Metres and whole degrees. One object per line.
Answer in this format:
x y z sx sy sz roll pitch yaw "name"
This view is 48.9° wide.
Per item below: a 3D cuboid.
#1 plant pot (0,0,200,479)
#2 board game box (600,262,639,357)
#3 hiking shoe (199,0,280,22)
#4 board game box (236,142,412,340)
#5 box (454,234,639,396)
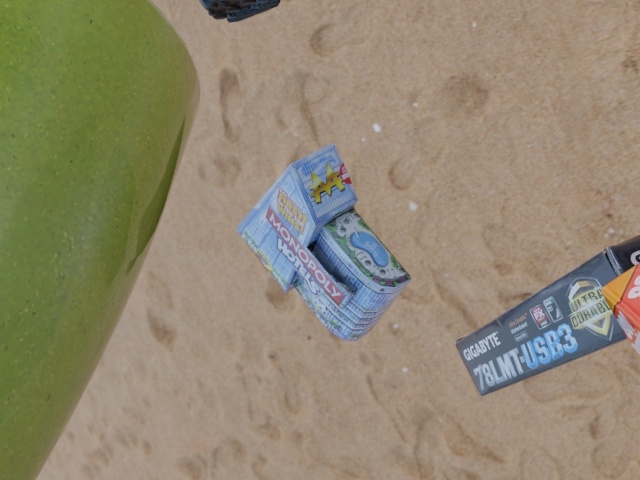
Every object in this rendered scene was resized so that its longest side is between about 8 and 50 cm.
-0.225 0.019 0.388 0.275 0.275 0.293 -25 53 50 "plant pot"
0.423 0.115 0.289 0.356 0.356 0.356 -36 106 10 "board game box"
-0.155 -0.352 0.797 0.113 0.304 0.132 -18 82 18 "hiking shoe"
0.000 0.000 0.742 0.194 0.060 0.194 51 152 16 "board game box"
0.306 0.037 0.639 0.295 0.294 0.073 114 135 -66 "box"
